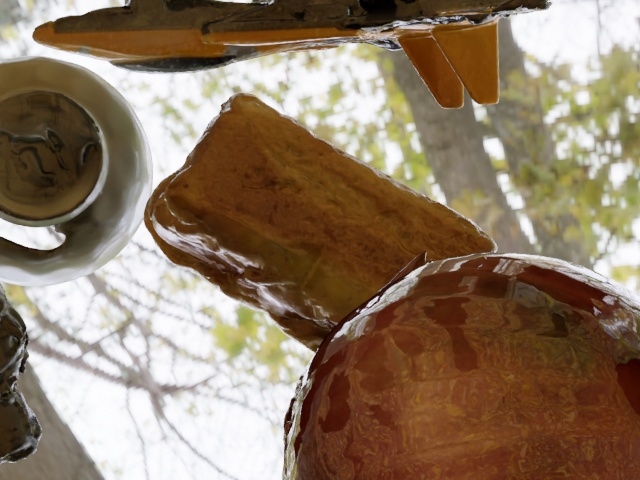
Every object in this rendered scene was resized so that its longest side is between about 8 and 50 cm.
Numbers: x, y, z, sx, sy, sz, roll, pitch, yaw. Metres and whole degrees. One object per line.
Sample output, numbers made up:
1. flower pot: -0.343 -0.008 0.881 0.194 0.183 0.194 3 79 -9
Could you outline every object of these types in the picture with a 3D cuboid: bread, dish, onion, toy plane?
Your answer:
1. bread: -0.002 0.004 1.527 0.344 0.149 0.195 32 -110 3
2. dish: -0.384 -0.105 2.029 0.324 0.124 0.324 2 -99 -10
3. onion: 0.118 0.161 0.885 0.354 0.353 0.353 -8 -131 9
4. toy plane: -0.027 -0.150 0.970 0.316 0.103 0.204 4 -179 -23

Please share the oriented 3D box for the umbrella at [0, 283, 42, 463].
1. umbrella: -0.296 0.008 1.170 0.128 0.336 0.154 -25 -173 41
